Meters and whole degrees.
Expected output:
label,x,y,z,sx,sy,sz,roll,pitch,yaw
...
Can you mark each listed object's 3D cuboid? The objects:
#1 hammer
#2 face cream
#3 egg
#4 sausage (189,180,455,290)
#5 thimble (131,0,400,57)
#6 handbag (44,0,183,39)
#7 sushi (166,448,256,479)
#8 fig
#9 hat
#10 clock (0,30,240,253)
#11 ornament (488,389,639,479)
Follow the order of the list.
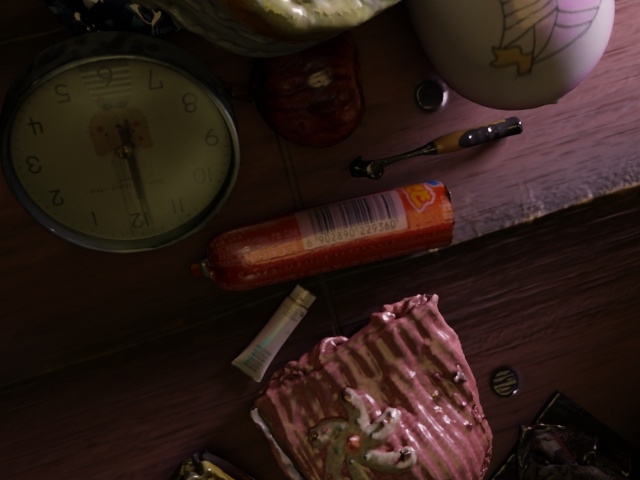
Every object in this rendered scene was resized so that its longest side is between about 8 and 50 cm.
label,x,y,z,sx,sy,sz,roll,pitch,yaw
hammer,0.122,-0.098,0.925,0.201,0.078,0.021,-17,101,-17
face cream,-0.048,0.098,0.937,0.038,0.020,0.115,36,91,-12
egg,0.174,-0.260,0.841,0.196,0.196,0.271,-13,104,-7
sausage,0.000,0.000,0.908,0.274,0.074,0.074,-13,98,-7
thimble,-0.035,-0.289,0.726,0.288,0.167,0.254,-45,108,-20
handbag,-0.145,-0.287,0.833,0.260,0.113,0.162,-37,109,-5
sushi,-0.054,0.347,0.914,0.291,0.131,0.139,39,88,-19
fig,-0.020,-0.163,0.863,0.150,0.128,0.128,27,92,-5
hat,0.085,0.222,0.928,0.237,0.107,0.286,-31,96,6
clock,-0.188,-0.085,0.829,0.226,0.049,0.226,-6,127,-8
ornament,0.291,0.278,0.922,0.166,0.196,0.153,35,90,-10
